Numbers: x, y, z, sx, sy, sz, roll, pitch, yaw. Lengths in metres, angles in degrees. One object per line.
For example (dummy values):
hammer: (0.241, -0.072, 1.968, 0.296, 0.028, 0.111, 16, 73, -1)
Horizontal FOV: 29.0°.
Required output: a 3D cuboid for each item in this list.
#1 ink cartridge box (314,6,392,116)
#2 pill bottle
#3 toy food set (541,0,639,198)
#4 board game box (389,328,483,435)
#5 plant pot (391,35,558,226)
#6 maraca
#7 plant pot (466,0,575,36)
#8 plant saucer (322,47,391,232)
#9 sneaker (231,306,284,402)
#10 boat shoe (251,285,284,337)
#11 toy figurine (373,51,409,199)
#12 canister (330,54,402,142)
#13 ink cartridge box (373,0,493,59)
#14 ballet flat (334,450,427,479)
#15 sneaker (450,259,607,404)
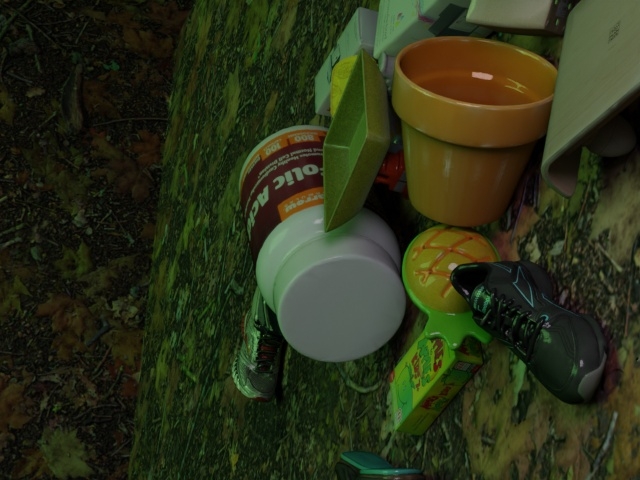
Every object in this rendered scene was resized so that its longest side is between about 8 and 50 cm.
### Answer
ink cartridge box: (0.088, -0.271, 1.984, 0.191, 0.139, 0.082, 125, 150, -51)
pill bottle: (0.000, 0.000, 1.924, 0.392, 0.224, 0.224, -108, 35, -58)
toy food set: (0.343, -0.198, 1.286, 0.306, 0.092, 0.220, -45, 25, 56)
board game box: (0.151, 0.172, 1.646, 0.181, 0.043, 0.092, 121, 155, -44)
plant pot: (0.183, -0.128, 1.545, 0.205, 0.205, 0.188, -106, 18, -56)
maraca: (0.170, 0.055, 1.560, 0.099, 0.127, 0.186, 72, -174, -54)
plant pot: (0.258, -0.305, 1.532, 0.096, 0.109, 0.109, 22, 102, 28)
plant saucer: (0.052, -0.133, 1.693, 0.188, 0.045, 0.188, -92, 18, -44)
sneaker: (-0.113, 0.202, 2.348, 0.093, 0.088, 0.225, 126, 151, -48)
boat shoe: (-0.033, 0.018, 2.212, 0.158, 0.127, 0.341, -158, 73, -65)
toy figurine: (0.149, -0.162, 1.740, 0.209, 0.148, 0.213, -145, 66, -77)
canister: (0.078, -0.186, 1.920, 0.170, 0.073, 0.126, 55, -149, -52)
ink cartridge box: (0.204, -0.398, 1.754, 0.353, 0.119, 0.207, 146, 134, -64)
ballet flat: (0.083, 0.344, 1.676, 0.280, 0.095, 0.096, 152, 119, -80)
sneaker: (0.225, 0.097, 1.377, 0.267, 0.106, 0.101, -123, 50, -64)
